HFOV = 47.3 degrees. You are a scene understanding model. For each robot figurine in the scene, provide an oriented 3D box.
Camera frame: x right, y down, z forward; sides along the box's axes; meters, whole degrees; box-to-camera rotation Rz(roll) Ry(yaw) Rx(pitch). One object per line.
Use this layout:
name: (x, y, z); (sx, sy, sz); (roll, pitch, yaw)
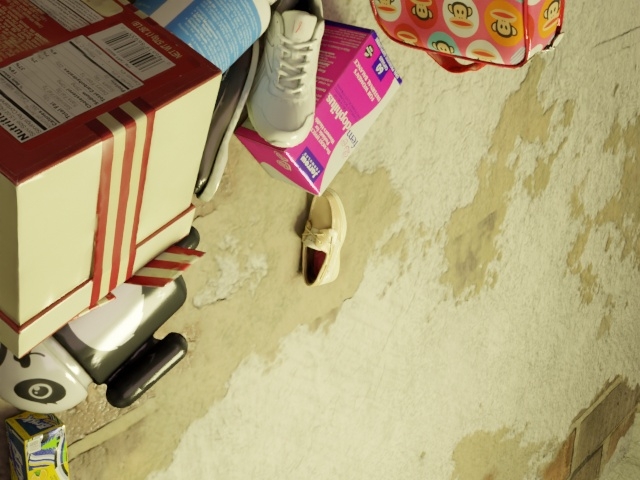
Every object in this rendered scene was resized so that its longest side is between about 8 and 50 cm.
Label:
robot figurine: (-0.265, 0.064, 0.830); (0.278, 0.209, 0.173); (-45, 148, -22)

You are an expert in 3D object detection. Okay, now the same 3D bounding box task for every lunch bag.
lunch bag: (0.198, -0.356, 1.035); (0.120, 0.293, 0.258); (-38, 136, -27)

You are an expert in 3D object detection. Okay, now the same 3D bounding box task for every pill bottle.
pill bottle: (-0.137, -0.260, 0.853); (0.221, 0.124, 0.124); (-49, 136, -17)

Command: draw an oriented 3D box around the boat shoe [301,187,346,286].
boat shoe: (0.000, 0.000, 1.168); (0.059, 0.063, 0.170); (-26, 127, -44)

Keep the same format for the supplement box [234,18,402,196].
supplement box: (0.000, -0.190, 1.041); (0.220, 0.114, 0.111); (-54, 139, -11)

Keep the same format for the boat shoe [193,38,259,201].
boat shoe: (-0.139, -0.166, 0.930); (0.069, 0.081, 0.227); (18, 87, -20)

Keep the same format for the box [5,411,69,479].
box: (-0.358, 0.300, 0.933); (0.054, 0.059, 0.169); (-16, 119, -43)

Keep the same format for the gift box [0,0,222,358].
gift box: (-0.241, -0.077, 0.674); (0.276, 0.255, 0.258); (-35, 160, -41)

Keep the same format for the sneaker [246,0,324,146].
sneaker: (-0.041, -0.231, 0.920); (0.115, 0.090, 0.232); (116, -22, -65)
